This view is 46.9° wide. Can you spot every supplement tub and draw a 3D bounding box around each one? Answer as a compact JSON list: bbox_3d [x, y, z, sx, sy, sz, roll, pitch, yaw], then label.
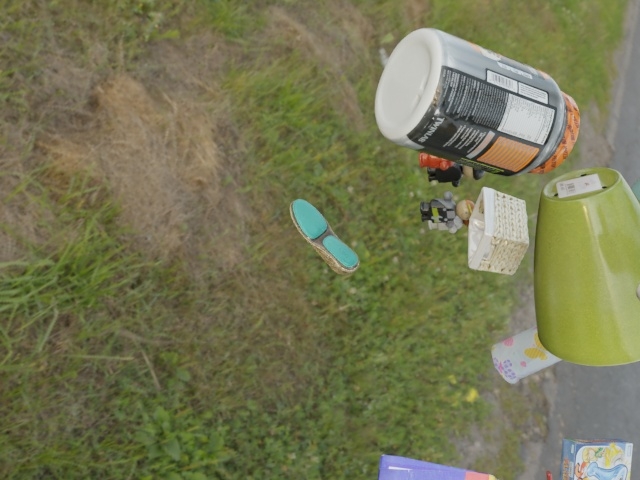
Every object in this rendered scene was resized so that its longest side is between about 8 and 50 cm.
[{"bbox_3d":[0.267,-0.219,1.240,0.316,0.193,0.193,13,55,-28],"label":"supplement tub"}]

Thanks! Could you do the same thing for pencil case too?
[{"bbox_3d":[0.559,0.255,1.833,0.124,0.273,0.113,-11,69,-58],"label":"pencil case"}]

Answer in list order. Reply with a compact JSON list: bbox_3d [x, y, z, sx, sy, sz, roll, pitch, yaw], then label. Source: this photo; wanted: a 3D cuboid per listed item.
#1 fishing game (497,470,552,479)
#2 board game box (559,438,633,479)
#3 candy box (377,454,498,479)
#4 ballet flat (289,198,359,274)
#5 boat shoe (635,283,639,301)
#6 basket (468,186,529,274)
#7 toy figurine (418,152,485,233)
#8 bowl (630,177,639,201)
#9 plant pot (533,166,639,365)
[{"bbox_3d":[0.247,0.448,1.173,0.041,0.264,0.189,-108,-177,-64],"label":"fishing game"},{"bbox_3d":[0.482,0.454,1.303,0.136,0.035,0.201,6,88,-24],"label":"board game box"},{"bbox_3d":[0.138,0.391,0.767,0.317,0.122,0.268,50,46,-57],"label":"candy box"},{"bbox_3d":[0.000,0.000,1.614,0.073,0.067,0.206,-32,73,-26],"label":"ballet flat"},{"bbox_3d":[0.593,0.031,1.080,0.367,0.136,0.156,-22,55,-25],"label":"boat shoe"},{"bbox_3d":[0.389,-0.019,1.614,0.103,0.113,0.167,13,43,-1],"label":"basket"},{"bbox_3d":[0.331,-0.127,1.822,0.213,0.148,0.209,35,54,-70],"label":"toy figurine"},{"bbox_3d":[0.819,-0.033,1.568,0.163,0.312,0.311,25,40,-84],"label":"bowl"},{"bbox_3d":[0.501,0.028,1.339,0.275,0.275,0.293,-55,129,-54],"label":"plant pot"}]
